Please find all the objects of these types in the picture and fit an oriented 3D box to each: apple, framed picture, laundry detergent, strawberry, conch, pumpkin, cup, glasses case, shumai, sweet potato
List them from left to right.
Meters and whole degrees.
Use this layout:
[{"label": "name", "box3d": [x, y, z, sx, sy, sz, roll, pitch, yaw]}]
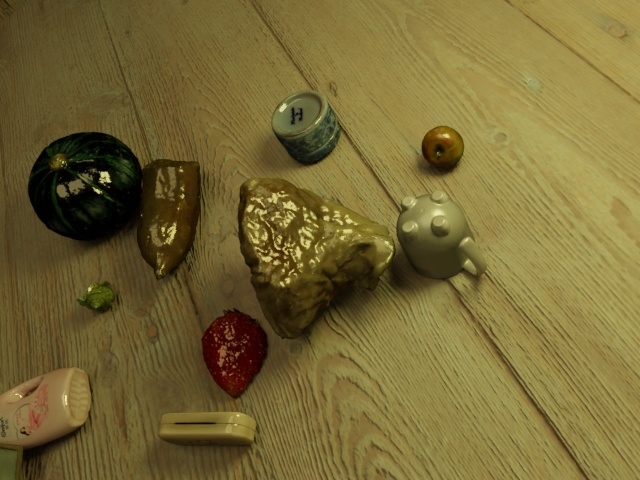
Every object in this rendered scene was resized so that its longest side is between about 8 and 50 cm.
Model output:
[{"label": "framed picture", "box3d": [-0.688, 0.534, 1.288, 0.135, 0.010, 0.201, -3, 81, 24]}, {"label": "laundry detergent", "box3d": [-0.676, 0.394, 1.365, 0.335, 0.088, 0.159, -20, 54, 15]}, {"label": "pumpkin", "box3d": [-0.623, -0.151, 1.593, 0.315, 0.238, 0.316, -10, 55, 15]}, {"label": "conch", "box3d": [-0.544, 0.132, 1.472, 0.089, 0.074, 0.121, -2, 28, -14]}, {"label": "sweet potato", "box3d": [-0.369, -0.059, 1.468, 0.157, 0.158, 0.370, -11, 63, 21]}, {"label": "glasses case", "box3d": [-0.217, 0.359, 1.157, 0.196, 0.083, 0.050, -9, 58, 24]}, {"label": "strawberry", "box3d": [-0.187, 0.226, 1.239, 0.146, 0.082, 0.187, -20, 58, 23]}, {"label": "shumai", "box3d": [0.000, 0.000, 1.146, 0.262, 0.267, 0.314, -20, 94, 13]}, {"label": "cup", "box3d": [0.214, -0.003, 1.129, 0.134, 0.142, 0.174, -22, 53, 12]}, {"label": "apple", "box3d": [0.255, -0.197, 1.265, 0.089, 0.090, 0.074, 11, 48, 32]}]

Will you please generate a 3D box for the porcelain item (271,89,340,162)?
[{"label": "porcelain item", "box3d": [-0.032, -0.267, 1.440, 0.147, 0.114, 0.147, -12, 55, 18]}]
